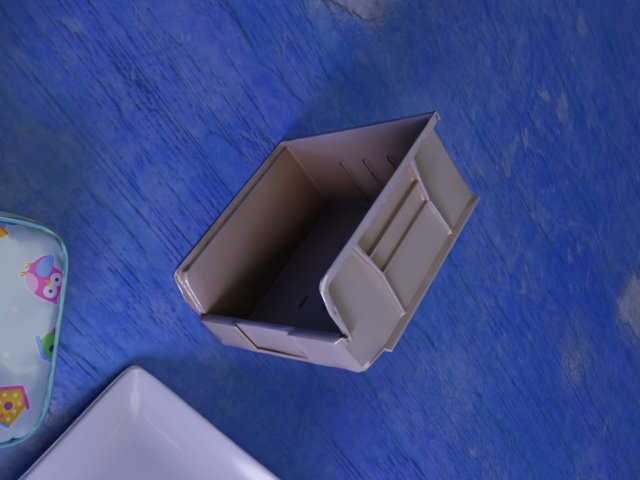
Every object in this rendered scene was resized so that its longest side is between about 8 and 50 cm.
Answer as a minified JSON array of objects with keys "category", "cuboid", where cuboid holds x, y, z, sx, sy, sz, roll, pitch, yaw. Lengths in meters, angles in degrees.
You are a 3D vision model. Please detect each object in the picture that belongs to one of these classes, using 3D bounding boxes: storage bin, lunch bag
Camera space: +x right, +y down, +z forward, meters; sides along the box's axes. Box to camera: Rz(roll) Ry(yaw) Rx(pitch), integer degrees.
[{"category":"storage bin","cuboid":[0.000,0.000,0.768,0.123,0.262,0.260,52,58,-29]},{"category":"lunch bag","cuboid":[-0.359,0.062,0.564,0.279,0.108,0.223,11,79,-40]}]

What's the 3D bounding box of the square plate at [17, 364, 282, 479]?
[{"category":"square plate","cuboid":[-0.160,0.343,0.637,0.347,0.049,0.344,38,46,3]}]
